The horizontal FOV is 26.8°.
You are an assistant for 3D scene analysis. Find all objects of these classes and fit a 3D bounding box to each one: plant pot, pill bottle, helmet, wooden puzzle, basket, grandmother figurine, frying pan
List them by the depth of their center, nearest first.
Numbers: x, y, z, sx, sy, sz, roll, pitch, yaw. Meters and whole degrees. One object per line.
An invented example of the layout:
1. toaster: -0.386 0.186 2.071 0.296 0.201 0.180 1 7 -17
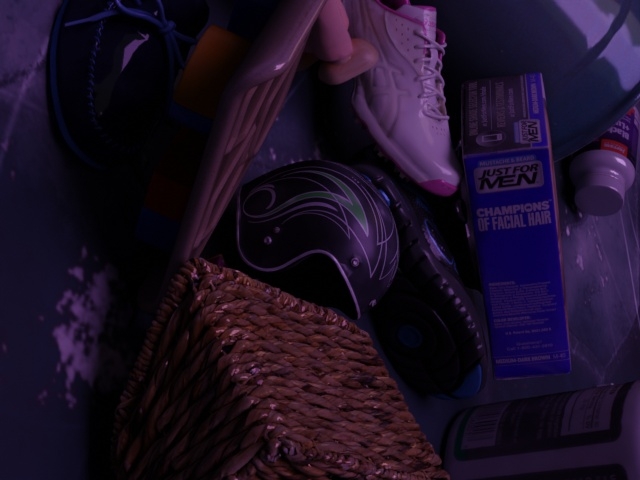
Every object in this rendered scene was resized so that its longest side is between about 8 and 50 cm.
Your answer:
1. wooden puzzle: -0.077 -0.140 1.255 0.080 0.348 0.322 28 46 -2
2. basket: -0.060 0.190 1.259 0.299 0.213 0.223 24 29 -50
3. helmet: 0.000 0.000 1.388 0.169 0.162 0.169 -4 90 -86
4. grandmother figurine: -0.042 -0.332 1.445 0.104 0.208 0.342 -55 144 -31
5. pill bottle: 0.353 0.283 1.663 0.204 0.361 0.204 25 59 -50
6. frying pan: 0.179 -0.004 1.713 0.326 0.053 0.197 -66 145 -68
7. plant pot: 0.233 -0.320 1.765 0.334 0.341 0.341 45 43 -27
8. pill bottle: 0.467 -0.138 2.219 0.108 0.108 0.193 47 43 -37

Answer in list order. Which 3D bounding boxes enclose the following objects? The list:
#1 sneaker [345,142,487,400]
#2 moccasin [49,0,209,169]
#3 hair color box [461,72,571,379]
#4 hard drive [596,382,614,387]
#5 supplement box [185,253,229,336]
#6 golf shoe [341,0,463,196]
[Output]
1. sneaker: 0.126 0.036 1.633 0.340 0.125 0.139 66 30 -19
2. moccasin: -0.170 -0.232 1.289 0.138 0.117 0.342 36 51 -45
3. hair color box: 0.245 -0.015 1.673 0.185 0.110 0.338 -82 162 -55
4. hard drive: 0.462 0.404 2.079 0.203 0.040 0.307 52 40 -33
5. supplement box: -0.108 0.056 1.320 0.083 0.043 0.055 -85 152 -70
6. golf shoe: 0.098 -0.196 1.580 0.115 0.140 0.306 4 52 -57
